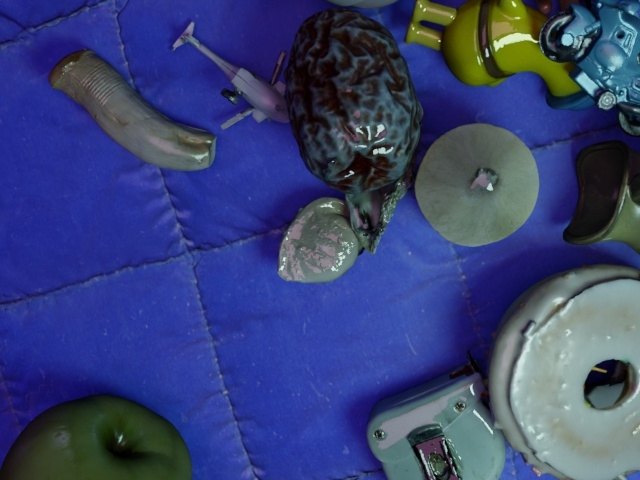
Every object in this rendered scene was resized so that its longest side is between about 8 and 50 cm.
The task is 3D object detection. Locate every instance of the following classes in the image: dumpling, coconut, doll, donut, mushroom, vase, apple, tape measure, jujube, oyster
[{"bbox_3d":[0.001,0.000,1.321,0.176,0.092,0.150,-19,96,11],"label":"dumpling"},{"bbox_3d":[0.257,-0.092,1.197,0.202,0.222,0.202,0,93,6],"label":"coconut"},{"bbox_3d":[0.320,-0.316,1.188,0.363,0.199,0.145,19,65,4],"label":"doll"},{"bbox_3d":[0.454,0.221,1.212,0.382,0.142,0.383,-1,96,-6],"label":"donut"},{"bbox_3d":[-0.356,-0.237,1.361,0.351,0.095,0.123,34,84,3],"label":"mushroom"},{"bbox_3d":[0.557,-0.060,1.092,0.302,0.329,0.241,12,86,9],"label":"vase"},{"bbox_3d":[-0.423,0.474,1.338,0.357,0.357,0.357,1,97,10],"label":"apple"},{"bbox_3d":[0.220,0.363,1.311,0.243,0.125,0.246,-27,91,13],"label":"tape measure"},{"bbox_3d":[0.050,-0.231,1.182,0.226,0.226,0.317,-12,57,12],"label":"jujube"},{"bbox_3d":[0.118,-0.130,1.274,0.199,0.087,0.252,-26,69,21],"label":"oyster"}]

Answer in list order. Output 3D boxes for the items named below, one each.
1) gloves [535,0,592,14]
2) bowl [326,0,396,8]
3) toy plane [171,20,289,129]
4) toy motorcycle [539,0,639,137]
[{"bbox_3d":[0.422,-0.452,1.151,0.152,0.197,0.301,-45,116,-26],"label":"gloves"},{"bbox_3d":[0.105,-0.504,1.180,0.287,0.143,0.287,-23,58,43],"label":"bowl"},{"bbox_3d":[-0.151,-0.311,1.308,0.182,0.107,0.273,-34,86,8],"label":"toy plane"},{"bbox_3d":[0.479,-0.286,1.100,0.272,0.123,0.182,39,110,-15],"label":"toy motorcycle"}]
